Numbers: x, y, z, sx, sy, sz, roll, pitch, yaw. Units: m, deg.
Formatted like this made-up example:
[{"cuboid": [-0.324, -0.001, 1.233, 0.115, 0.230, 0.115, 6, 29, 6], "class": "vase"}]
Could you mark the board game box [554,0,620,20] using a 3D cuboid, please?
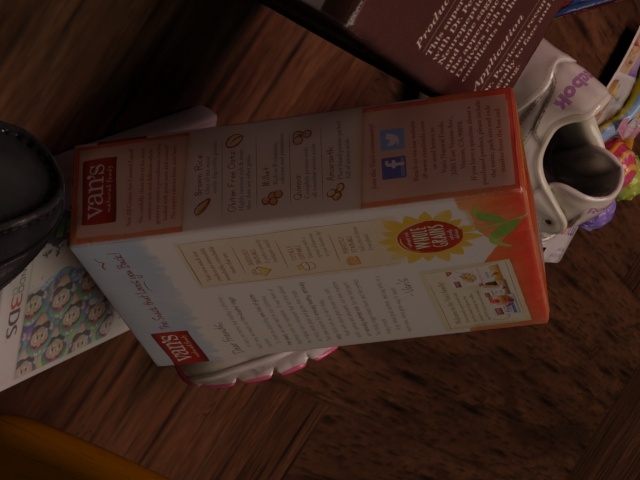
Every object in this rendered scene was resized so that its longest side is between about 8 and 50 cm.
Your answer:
[{"cuboid": [0.261, -0.209, 1.136, 0.145, 0.281, 0.027, 5, 73, -62], "class": "board game box"}]

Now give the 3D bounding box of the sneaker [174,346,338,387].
[{"cuboid": [0.000, 0.000, 1.081, 0.252, 0.111, 0.103, -36, -171, -6], "class": "sneaker"}]

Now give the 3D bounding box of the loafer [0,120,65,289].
[{"cuboid": [-0.149, -0.016, 0.483, 0.223, 0.076, 0.078, -11, 141, -57], "class": "loafer"}]

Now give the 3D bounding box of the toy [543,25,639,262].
[{"cuboid": [0.267, -0.072, 1.494, 0.137, 0.056, 0.237, 6, 114, -60], "class": "toy"}]

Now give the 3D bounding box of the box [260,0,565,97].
[{"cuboid": [0.031, -0.185, 0.837, 0.168, 0.167, 0.203, -59, 154, 4], "class": "box"}]

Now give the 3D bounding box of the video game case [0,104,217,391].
[{"cuboid": [-0.128, 0.004, 0.940, 0.157, 0.019, 0.143, -26, 140, -47], "class": "video game case"}]

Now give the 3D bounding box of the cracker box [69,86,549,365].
[{"cuboid": [-0.001, -0.002, 0.889, 0.155, 0.232, 0.067, 67, 18, -60], "class": "cracker box"}]

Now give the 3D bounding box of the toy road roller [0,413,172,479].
[{"cuboid": [-0.135, 0.239, 0.995, 0.329, 0.203, 0.240, 16, 94, -62], "class": "toy road roller"}]

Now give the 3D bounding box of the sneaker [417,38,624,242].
[{"cuboid": [0.137, -0.023, 1.216, 0.114, 0.152, 0.305, -44, 152, -32], "class": "sneaker"}]
